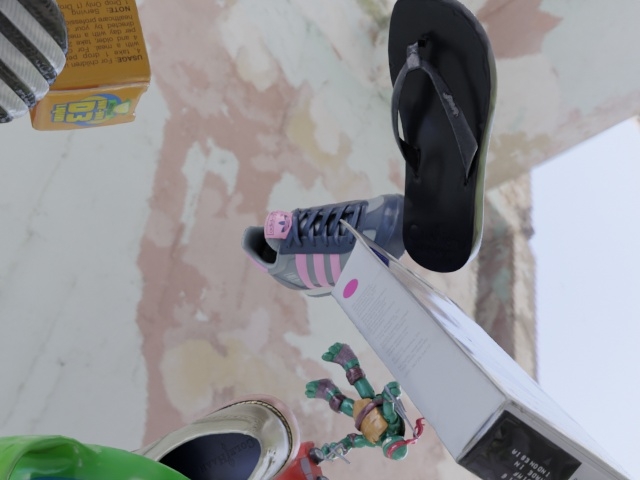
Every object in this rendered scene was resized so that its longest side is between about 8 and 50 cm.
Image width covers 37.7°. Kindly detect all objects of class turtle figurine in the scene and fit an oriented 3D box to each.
[{"bbox_3d":[0.070,0.276,1.471,0.118,0.175,0.234,31,-168,-46],"label":"turtle figurine"}]

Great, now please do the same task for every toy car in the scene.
[{"bbox_3d":[0.007,0.347,1.091,0.053,0.225,0.239,27,-117,-37],"label":"toy car"}]

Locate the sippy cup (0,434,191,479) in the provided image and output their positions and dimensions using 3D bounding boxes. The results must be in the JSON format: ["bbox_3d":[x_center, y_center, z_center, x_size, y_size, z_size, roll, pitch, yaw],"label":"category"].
[{"bbox_3d":[-0.181,0.299,0.642,0.305,0.240,0.224,41,-150,-16],"label":"sippy cup"}]

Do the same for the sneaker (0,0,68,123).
[{"bbox_3d":[-0.261,-0.174,0.462,0.106,0.162,0.281,-50,-42,-17],"label":"sneaker"}]

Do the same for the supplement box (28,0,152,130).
[{"bbox_3d":[-0.181,-0.197,0.646,0.080,0.078,0.233,-13,-100,-23],"label":"supplement box"}]

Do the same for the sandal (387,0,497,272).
[{"bbox_3d":[0.103,-0.090,0.820,0.054,0.097,0.254,-27,-65,-51],"label":"sandal"}]

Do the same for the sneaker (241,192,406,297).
[{"bbox_3d":[0.000,0.000,1.200,0.131,0.319,0.112,25,-115,-20],"label":"sneaker"}]

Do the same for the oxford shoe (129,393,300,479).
[{"bbox_3d":[-0.211,0.304,1.074,0.140,0.397,0.146,54,-175,8],"label":"oxford shoe"}]

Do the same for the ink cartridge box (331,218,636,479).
[{"bbox_3d":[0.117,0.105,0.797,0.176,0.069,0.371,36,-171,-25],"label":"ink cartridge box"}]
